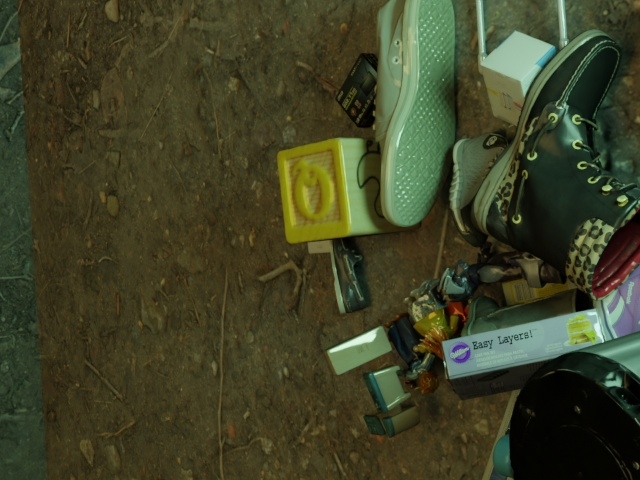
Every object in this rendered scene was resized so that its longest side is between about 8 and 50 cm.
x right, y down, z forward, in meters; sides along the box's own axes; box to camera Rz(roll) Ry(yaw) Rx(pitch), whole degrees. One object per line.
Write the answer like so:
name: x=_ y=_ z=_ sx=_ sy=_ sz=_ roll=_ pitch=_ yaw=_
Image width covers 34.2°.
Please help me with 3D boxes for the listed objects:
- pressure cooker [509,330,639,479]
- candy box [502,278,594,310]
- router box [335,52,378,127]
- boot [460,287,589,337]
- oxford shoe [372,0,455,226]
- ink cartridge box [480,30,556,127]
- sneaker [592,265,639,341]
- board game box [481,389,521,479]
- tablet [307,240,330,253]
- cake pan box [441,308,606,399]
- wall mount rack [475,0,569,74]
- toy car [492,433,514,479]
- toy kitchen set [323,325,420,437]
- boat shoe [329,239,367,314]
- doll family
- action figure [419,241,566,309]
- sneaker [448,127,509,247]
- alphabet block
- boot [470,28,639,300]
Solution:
pressure cooker: x=0.522 y=0.292 z=1.419 sx=0.375 sy=0.420 sz=0.370 roll=35 pitch=133 yaw=55
candy box: x=0.410 y=0.105 z=1.804 sx=0.206 sy=0.027 sz=0.105 roll=-18 pitch=83 yaw=48
router box: x=0.090 y=-0.302 z=2.100 sx=0.092 sy=0.038 sz=0.122 roll=54 pitch=130 yaw=30
boot: x=0.353 y=0.120 z=1.773 sx=0.208 sy=0.190 sz=0.076 roll=-28 pitch=105 yaw=26
oxford shoe: x=0.161 y=-0.249 z=1.939 sx=0.130 sy=0.169 sz=0.449 roll=3 pitch=90 yaw=45
ink cartridge box: x=0.342 y=-0.259 z=1.745 sx=0.090 sy=0.092 sz=0.143 roll=32 pitch=160 yaw=39
sneaker: x=0.516 y=0.078 z=1.633 sx=0.161 sy=0.102 sz=0.282 roll=-18 pitch=81 yaw=44
board game box: x=0.427 y=0.436 z=1.780 sx=0.302 sy=0.086 sz=0.308 roll=34 pitch=118 yaw=40
tablet: x=0.000 y=0.000 z=2.260 sx=0.083 sy=0.006 sz=0.054 roll=-4 pitch=91 yaw=47
cake pan box: x=0.328 y=0.191 z=1.673 sx=0.245 sy=0.267 sz=0.070 roll=-12 pitch=72 yaw=10
wall mount rack: x=0.295 y=-0.444 z=1.764 sx=0.304 sy=0.130 sz=0.350 roll=48 pitch=159 yaw=-25
toy car: x=0.327 y=0.430 z=1.647 sx=0.219 sy=0.238 sz=0.210 roll=4 pitch=97 yaw=47
toy kitchen set: x=0.085 y=0.289 z=2.048 sx=0.207 sy=0.122 sz=0.166 roll=67 pitch=164 yaw=2
boat shoe: x=0.057 y=0.050 z=2.179 sx=0.065 sy=0.075 sz=0.206 roll=-8 pitch=81 yaw=5
doll family: x=0.196 y=0.200 z=1.981 sx=0.263 sy=0.118 sz=0.163 roll=-55 pitch=54 yaw=39
action figure: x=0.296 y=0.050 z=1.828 sx=0.285 sy=0.185 sz=0.099 roll=-19 pitch=102 yaw=31
sneaker: x=0.299 y=-0.106 z=1.823 sx=0.132 sy=0.086 sz=0.229 roll=-26 pitch=49 yaw=36
alphabet block: x=0.054 y=-0.098 z=2.046 sx=0.193 sy=0.197 sz=0.192 roll=-10 pitch=87 yaw=48
boot: x=0.421 y=-0.116 z=1.625 sx=0.377 sy=0.138 sz=0.284 roll=-59 pitch=42 yaw=12
